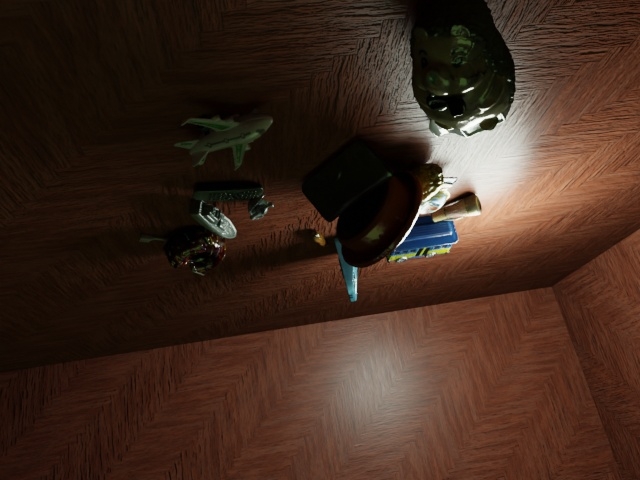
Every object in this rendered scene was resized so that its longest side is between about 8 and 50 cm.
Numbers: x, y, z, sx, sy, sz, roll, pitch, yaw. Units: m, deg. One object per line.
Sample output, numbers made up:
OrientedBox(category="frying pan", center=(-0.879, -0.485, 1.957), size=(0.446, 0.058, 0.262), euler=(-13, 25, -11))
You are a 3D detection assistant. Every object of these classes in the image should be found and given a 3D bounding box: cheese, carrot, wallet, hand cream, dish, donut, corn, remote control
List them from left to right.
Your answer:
OrientedBox(category="donut", center=(-0.455, 0.044, 1.960), size=(0.216, 0.096, 0.230), euler=(-25, 147, 6))
OrientedBox(category="remote control", center=(-0.294, -0.156, 1.678), size=(0.222, 0.042, 0.072), euler=(-3, 157, -21))
OrientedBox(category="carrot", center=(0.000, 0.000, 2.185), size=(0.047, 0.047, 0.191), euler=(-17, 158, 13))
OrientedBox(category="wallet", center=(0.074, -0.184, 1.650), size=(0.165, 0.042, 0.310), euler=(47, 132, -11))
OrientedBox(category="corn", center=(0.300, -0.159, 1.852), size=(0.121, 0.120, 0.363), euler=(2, 156, -29))
OrientedBox(category="cheese", center=(0.407, -0.166, 1.943), size=(0.177, 0.069, 0.270), euler=(-3, 156, -18))
OrientedBox(category="hand cream", center=(0.540, -0.121, 2.118), size=(0.203, 0.083, 0.084), euler=(-16, 158, 28))
OrientedBox(category="dish", center=(0.434, -0.352, 1.520), size=(0.234, 0.064, 0.154), euler=(-22, 156, 27))

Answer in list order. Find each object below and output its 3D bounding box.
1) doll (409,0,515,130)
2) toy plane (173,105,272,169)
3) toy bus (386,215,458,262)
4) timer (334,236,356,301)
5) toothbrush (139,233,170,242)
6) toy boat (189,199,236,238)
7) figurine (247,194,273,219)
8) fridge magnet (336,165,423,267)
OrientedBox(category="doll", center=(0.308, -0.383, 1.169), size=(0.247, 0.247, 0.349), euler=(-16, 149, 13))
OrientedBox(category="toy plane", center=(-0.239, -0.275, 1.346), size=(0.255, 0.101, 0.251), euler=(-22, 155, 15))
OrientedBox(category="toy bus", center=(0.417, -0.008, 2.239), size=(0.288, 0.138, 0.175), euler=(-8, 158, -6))
OrientedBox(category="timer", center=(0.130, 0.122, 2.267), size=(0.092, 0.249, 0.232), euler=(-11, 158, 2))
OrientedBox(category="toothbrush", center=(-0.514, 0.008, 1.986), size=(0.342, 0.025, 0.030), euler=(6, 150, -36))
OrientedBox(category="toy boat", center=(-0.356, -0.066, 1.815), size=(0.085, 0.078, 0.260), euler=(-3, 159, 19))
OrientedBox(category="figurine", center=(-0.208, -0.109, 1.775), size=(0.082, 0.094, 0.086), euler=(45, 164, -21))
OrientedBox(category="fridge magnet", center=(0.181, -0.079, 1.709), size=(0.155, 0.363, 0.364), euler=(32, 138, -24))
